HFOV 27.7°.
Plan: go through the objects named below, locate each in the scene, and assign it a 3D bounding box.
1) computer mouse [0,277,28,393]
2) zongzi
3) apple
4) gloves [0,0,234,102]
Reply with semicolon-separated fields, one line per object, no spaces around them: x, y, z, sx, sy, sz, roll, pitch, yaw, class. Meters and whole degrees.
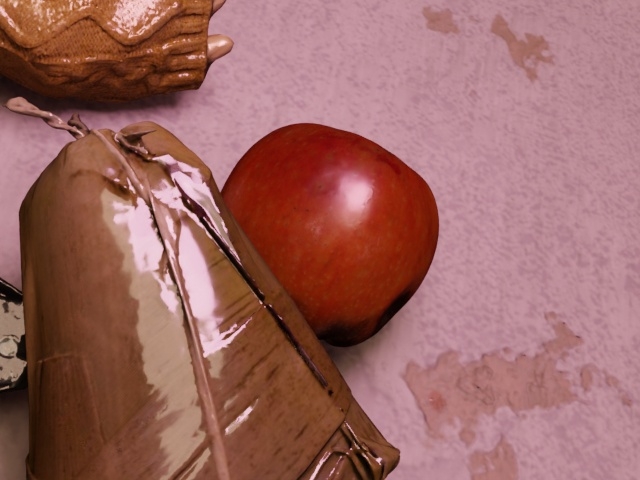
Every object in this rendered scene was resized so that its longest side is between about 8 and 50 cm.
-0.361;0.089;1.201;0.231;0.071;0.126;8;73;-8;computer mouse
-0.224;0.133;1.082;0.467;0.218;0.500;-35;93;-34;zongzi
0.000;0.000;1.303;0.229;0.230;0.230;9;58;-15;apple
-0.267;-0.227;1.363;0.356;0.203;0.156;2;82;-13;gloves
